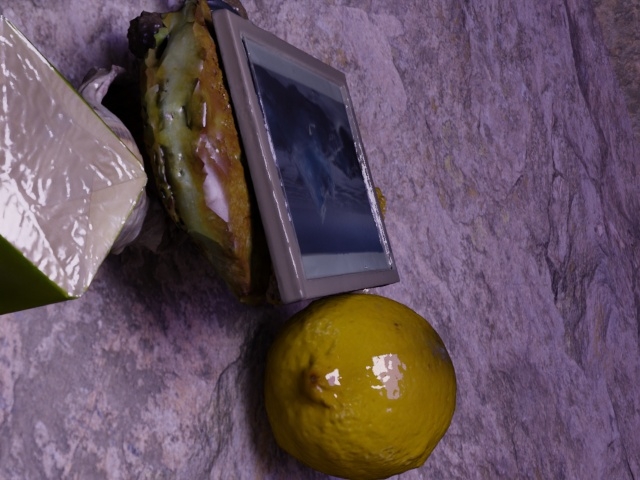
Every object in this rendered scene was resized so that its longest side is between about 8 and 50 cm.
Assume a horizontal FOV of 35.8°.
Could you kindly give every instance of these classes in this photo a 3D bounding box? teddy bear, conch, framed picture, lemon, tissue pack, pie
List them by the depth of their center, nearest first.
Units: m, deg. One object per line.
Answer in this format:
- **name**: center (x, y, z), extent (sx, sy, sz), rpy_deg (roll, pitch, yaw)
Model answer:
- **tissue pack**: center (-0.329, -0.042, 0.854), extent (0.200, 0.274, 0.167), rpy_deg (51, 43, -31)
- **conch**: center (-0.254, -0.067, 1.079), extent (0.291, 0.158, 0.210), rpy_deg (62, 11, -64)
- **pie**: center (-0.123, -0.095, 1.133), extent (0.288, 0.102, 0.355), rpy_deg (52, 27, -82)
- **framed picture**: center (-0.002, -0.091, 1.245), extent (0.446, 0.028, 0.326), rpy_deg (-2, 77, -73)
- **teddy bear**: center (-0.149, -0.256, 1.301), extent (0.251, 0.129, 0.182), rpy_deg (-64, 164, -48)
- **lemon**: center (0.051, 0.193, 1.314), extent (0.284, 0.260, 0.261), rpy_deg (-19, 94, -55)

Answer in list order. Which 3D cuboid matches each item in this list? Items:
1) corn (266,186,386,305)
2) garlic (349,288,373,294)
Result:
- **corn**: center (0.000, 0.004, 1.445), extent (0.313, 0.102, 0.102), rpy_deg (-41, 111, -48)
- **garlic**: center (0.062, 0.076, 1.549), extent (0.041, 0.053, 0.083), rpy_deg (20, 56, 3)
